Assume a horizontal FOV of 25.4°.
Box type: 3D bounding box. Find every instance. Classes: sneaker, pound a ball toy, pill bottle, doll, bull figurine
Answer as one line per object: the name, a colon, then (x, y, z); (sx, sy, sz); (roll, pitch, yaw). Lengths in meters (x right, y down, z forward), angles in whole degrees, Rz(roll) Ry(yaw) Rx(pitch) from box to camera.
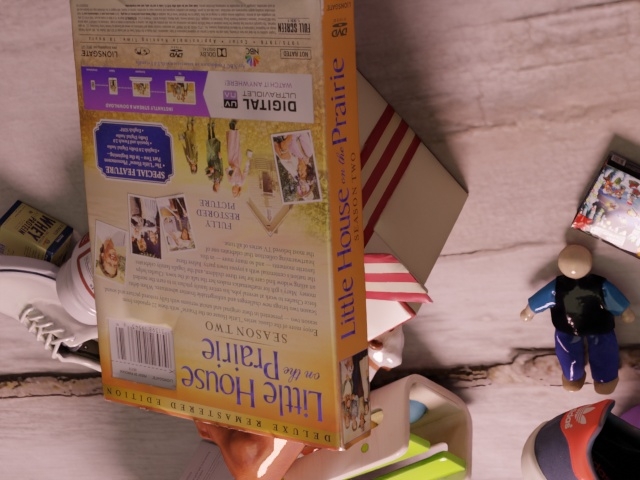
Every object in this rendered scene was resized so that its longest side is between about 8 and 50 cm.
sneaker: (0.385, 0.302, 1.517); (0.350, 0.131, 0.148); (37, 137, -5)
pound a ball toy: (0.058, 0.286, 1.806); (0.208, 0.136, 0.319); (30, 138, -34)
pill bottle: (-0.224, 0.022, 1.719); (0.216, 0.121, 0.121); (-31, 108, 39)
doll: (0.286, 0.087, 1.575); (0.129, 0.046, 0.189); (4, 127, 22)
sneaker: (-0.329, 0.098, 1.789); (0.258, 0.091, 0.094); (23, 129, -25)
bull figurine: (-0.035, 0.161, 1.705); (0.188, 0.101, 0.310); (47, 111, 24)

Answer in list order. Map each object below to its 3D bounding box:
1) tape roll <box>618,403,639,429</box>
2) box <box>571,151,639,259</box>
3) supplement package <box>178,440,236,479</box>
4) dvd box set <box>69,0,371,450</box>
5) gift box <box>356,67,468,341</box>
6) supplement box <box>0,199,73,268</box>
tape roll: (0.447, 0.310, 1.643); (0.274, 0.090, 0.275); (12, 129, 16)
box: (0.342, -0.024, 1.475); (0.137, 0.027, 0.094); (25, 133, 5)
supplement package: (-0.151, 0.445, 1.916); (0.145, 0.262, 0.204); (16, 131, 14)
dvd box set: (-0.096, -0.029, 1.350); (0.307, 0.062, 0.420); (6, 106, 36)
gift box: (0.000, 0.000, 1.502); (0.276, 0.258, 0.255); (44, 131, -10)
supplement box: (-0.373, 0.009, 1.823); (0.083, 0.056, 0.083); (27, 132, 4)
